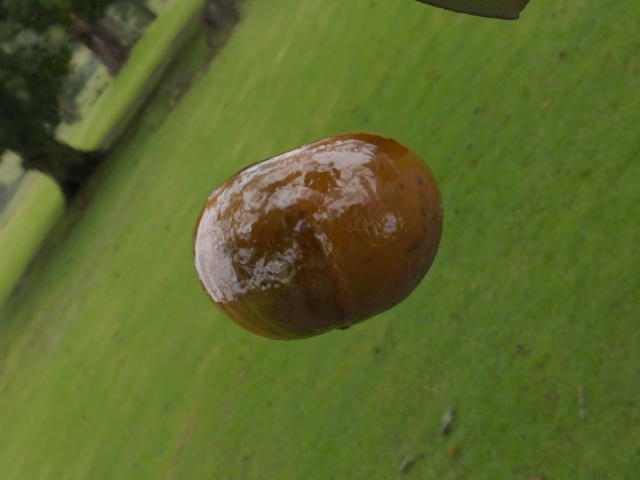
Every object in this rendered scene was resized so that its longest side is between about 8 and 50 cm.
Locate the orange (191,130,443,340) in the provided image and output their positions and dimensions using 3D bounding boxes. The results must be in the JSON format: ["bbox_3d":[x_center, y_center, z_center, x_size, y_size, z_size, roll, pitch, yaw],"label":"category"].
[{"bbox_3d":[0.000,0.000,1.064,0.240,0.171,0.240,-20,-2,-1],"label":"orange"}]

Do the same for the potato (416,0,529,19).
[{"bbox_3d":[0.145,-0.368,1.292,0.269,0.255,0.112,118,154,-66],"label":"potato"}]
